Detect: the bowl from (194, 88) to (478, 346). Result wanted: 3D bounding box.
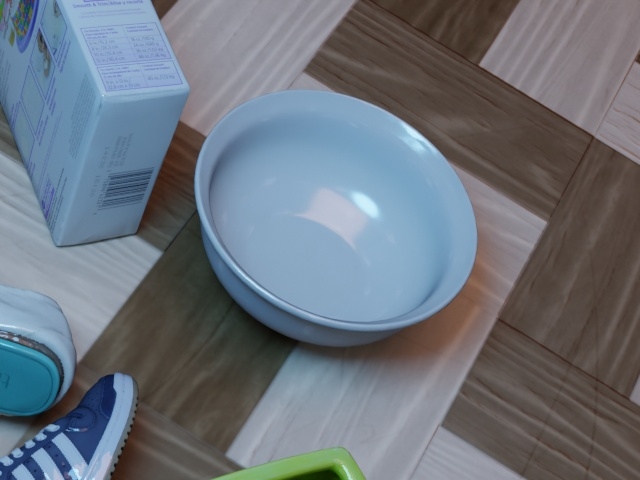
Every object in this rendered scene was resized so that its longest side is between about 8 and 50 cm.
[{"bbox_3d":[0.000,0.000,1.650,0.297,0.134,0.298,11,51,-14],"label":"bowl"}]

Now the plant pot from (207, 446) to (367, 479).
[{"bbox_3d":[-0.055,0.334,1.327,0.227,0.207,0.228,-12,60,-30],"label":"plant pot"}]

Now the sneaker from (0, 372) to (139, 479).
[{"bbox_3d":[-0.267,0.209,1.405,0.153,0.099,0.282,25,52,-6],"label":"sneaker"}]

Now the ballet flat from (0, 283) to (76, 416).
[{"bbox_3d":[-0.412,0.050,1.462,0.400,0.139,0.139,19,50,-13],"label":"ballet flat"}]

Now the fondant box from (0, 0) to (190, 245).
[{"bbox_3d":[-0.253,-0.197,1.624,0.096,0.238,0.330,-11,60,-28],"label":"fondant box"}]
